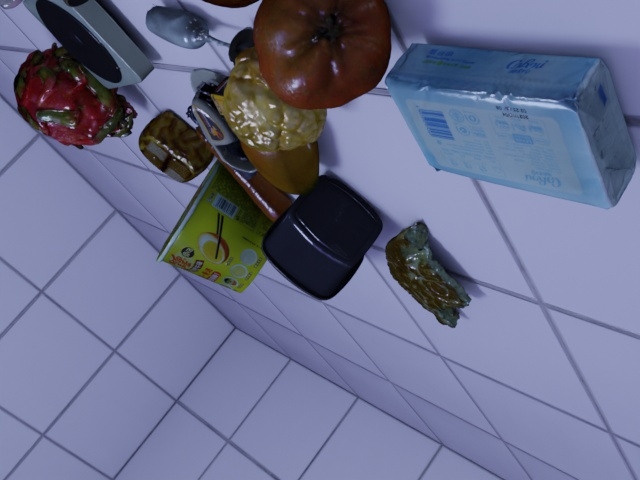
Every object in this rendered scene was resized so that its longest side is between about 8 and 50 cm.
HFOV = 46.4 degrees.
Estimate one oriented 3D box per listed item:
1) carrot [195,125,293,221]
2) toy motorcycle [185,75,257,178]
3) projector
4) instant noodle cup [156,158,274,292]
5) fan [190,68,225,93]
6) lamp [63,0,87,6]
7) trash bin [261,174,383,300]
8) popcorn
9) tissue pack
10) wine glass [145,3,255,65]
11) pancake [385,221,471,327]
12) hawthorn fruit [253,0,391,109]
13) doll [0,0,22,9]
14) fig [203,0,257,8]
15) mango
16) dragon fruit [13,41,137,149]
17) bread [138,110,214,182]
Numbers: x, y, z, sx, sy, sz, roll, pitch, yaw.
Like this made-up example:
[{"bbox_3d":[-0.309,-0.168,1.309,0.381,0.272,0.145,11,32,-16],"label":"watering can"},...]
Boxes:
[{"bbox_3d":[-0.167,-0.149,1.744,0.336,0.069,0.069,47,163,-5],"label":"carrot"},{"bbox_3d":[-0.165,-0.212,1.488,0.157,0.091,0.263,18,151,34],"label":"toy motorcycle"},{"bbox_3d":[-0.492,-0.445,1.594,0.259,0.079,0.257,48,161,-28],"label":"projector"},{"bbox_3d":[-0.237,-0.020,1.845,0.221,0.311,0.311,32,165,-11],"label":"instant noodle cup"},{"bbox_3d":[-0.178,-0.245,1.581,0.190,0.009,0.329,27,158,26],"label":"fan"},{"bbox_3d":[-0.488,-0.516,1.315,0.215,0.121,0.121,52,163,2],"label":"lamp"},{"bbox_3d":[0.000,0.000,1.572,0.209,0.182,0.290,40,158,1],"label":"trash bin"},{"bbox_3d":[-0.071,-0.222,1.177,0.180,0.170,0.180,37,-177,-2],"label":"popcorn"},{"bbox_3d":[0.223,-0.142,0.884,0.263,0.089,0.177,18,155,45],"label":"tissue pack"},{"bbox_3d":[-0.210,-0.354,1.273,0.262,0.074,0.074,28,160,37],"label":"wine glass"},{"bbox_3d":[0.227,0.075,1.515,0.197,0.054,0.376,31,164,29],"label":"pancake"},{"bbox_3d":[-0.002,-0.246,0.932,0.189,0.189,0.189,35,163,12],"label":"hawthorn fruit"},{"bbox_3d":[-0.713,-0.602,1.625,0.192,0.095,0.149,39,157,4],"label":"doll"},{"bbox_3d":[-0.170,-0.388,0.936,0.274,0.145,0.170,19,149,30],"label":"fig"},{"bbox_3d":[-0.073,-0.169,1.366,0.151,0.120,0.221,37,164,24],"label":"mango"},{"bbox_3d":[-0.602,-0.350,1.837,0.302,0.237,0.231,24,-178,12],"label":"dragon fruit"},{"bbox_3d":[-0.367,-0.230,1.877,0.181,0.096,0.222,40,163,-14],"label":"bread"}]
